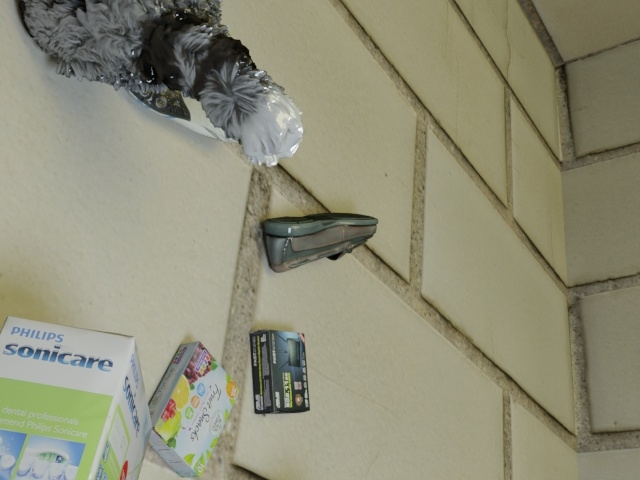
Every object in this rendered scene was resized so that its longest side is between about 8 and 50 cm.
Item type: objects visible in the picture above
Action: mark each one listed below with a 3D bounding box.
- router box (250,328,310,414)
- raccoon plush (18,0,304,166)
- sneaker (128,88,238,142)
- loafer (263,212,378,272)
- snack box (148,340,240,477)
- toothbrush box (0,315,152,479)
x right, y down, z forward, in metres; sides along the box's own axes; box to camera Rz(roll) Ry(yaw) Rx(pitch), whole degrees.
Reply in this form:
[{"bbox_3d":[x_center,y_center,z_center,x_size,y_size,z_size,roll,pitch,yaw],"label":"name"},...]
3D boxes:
[{"bbox_3d":[-0.060,0.195,1.195,0.092,0.038,0.122,15,65,-54],"label":"router box"},{"bbox_3d":[-0.162,-0.273,1.008,0.446,0.216,0.299,50,34,0],"label":"raccoon plush"},{"bbox_3d":[-0.192,-0.202,1.130,0.237,0.086,0.085,26,85,-37],"label":"sneaker"},{"bbox_3d":[0.000,0.000,1.341,0.267,0.096,0.084,-6,102,-51],"label":"loafer"},{"bbox_3d":[-0.165,0.214,1.022,0.100,0.037,0.141,57,36,-30],"label":"snack box"},{"bbox_3d":[-0.243,0.242,0.692,0.206,0.122,0.283,99,-1,-53],"label":"toothbrush box"}]
